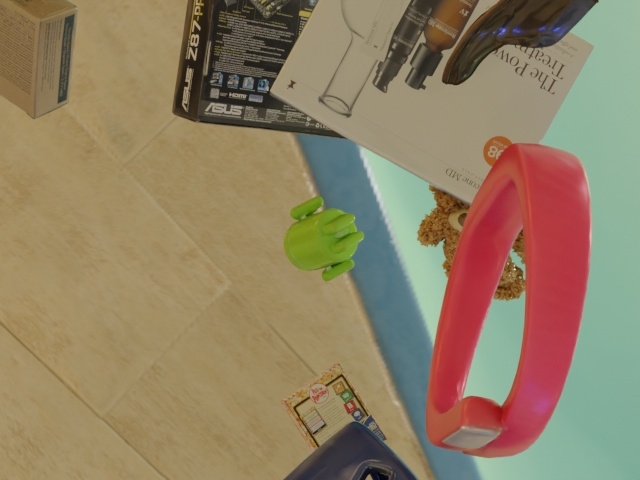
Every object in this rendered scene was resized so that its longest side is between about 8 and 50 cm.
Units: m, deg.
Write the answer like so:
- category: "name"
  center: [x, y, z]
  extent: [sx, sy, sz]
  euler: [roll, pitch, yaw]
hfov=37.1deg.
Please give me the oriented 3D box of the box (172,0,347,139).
- category: "box"
  center: [-0.037, -0.338, 1.598]
  extent: [0.395, 0.097, 0.318]
  euler: [1, 105, -37]

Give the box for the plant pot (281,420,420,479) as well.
- category: "plant pot"
  center: [0.046, 0.327, 0.749]
  extent: [0.236, 0.212, 0.236]
  euler: [-40, 125, -21]

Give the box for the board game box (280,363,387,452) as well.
- category: "board game box"
  center: [0.028, 0.382, 2.033]
  extent: [0.147, 0.045, 0.193]
  euler: [-32, 90, -16]

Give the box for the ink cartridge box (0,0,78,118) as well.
- category: "ink cartridge box"
  center: [-0.524, -0.349, 1.601]
  extent: [0.235, 0.193, 0.088]
  euler: [33, 42, 17]

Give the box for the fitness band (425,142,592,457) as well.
- category: "fitness band"
  center: [0.129, 0.048, 0.690]
  extent: [0.054, 0.291, 0.209]
  euler: [12, 74, 0]

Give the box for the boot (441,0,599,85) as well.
- category: "boot"
  center: [0.243, -0.253, 1.182]
  extent: [0.106, 0.219, 0.082]
  euler: [38, 39, 3]

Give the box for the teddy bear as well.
- category: "teddy bear"
  center: [0.286, 0.002, 1.748]
  extent: [0.245, 0.338, 0.113]
  euler: [35, 65, 15]

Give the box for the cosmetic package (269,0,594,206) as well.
- category: "cosmetic package"
  center: [0.157, -0.245, 1.381]
  extent: [0.377, 0.097, 0.284]
  euler: [28, 95, -5]

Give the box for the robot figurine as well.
- category: "robot figurine"
  center: [0.000, 0.000, 1.169]
  extent: [0.067, 0.115, 0.101]
  euler: [-35, 99, -39]
